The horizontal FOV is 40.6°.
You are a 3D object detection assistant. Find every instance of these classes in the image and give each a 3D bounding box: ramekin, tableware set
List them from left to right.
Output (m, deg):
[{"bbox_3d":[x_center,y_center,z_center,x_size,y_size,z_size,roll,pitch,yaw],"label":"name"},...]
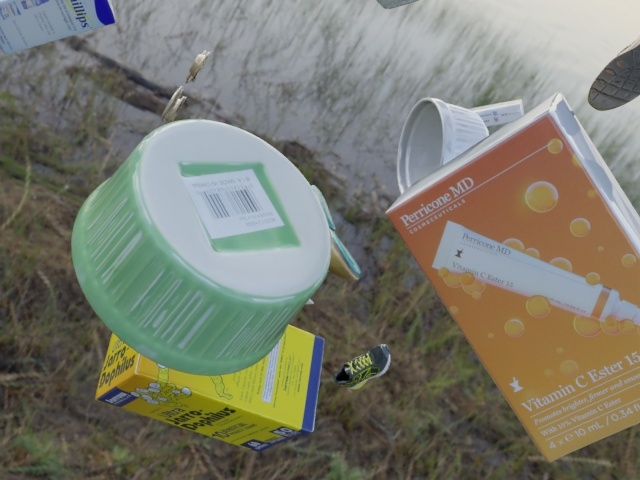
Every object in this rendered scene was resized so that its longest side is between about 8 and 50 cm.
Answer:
[{"bbox_3d":[-0.219,-0.252,1.419,0.020,0.141,0.168,31,2,-12],"label":"tableware set"},{"bbox_3d":[-0.133,-0.003,1.060,0.303,0.148,0.303,22,44,-24],"label":"ramekin"},{"bbox_3d":[0.235,-0.161,1.639,0.109,0.207,0.207,5,36,-19],"label":"ramekin"}]

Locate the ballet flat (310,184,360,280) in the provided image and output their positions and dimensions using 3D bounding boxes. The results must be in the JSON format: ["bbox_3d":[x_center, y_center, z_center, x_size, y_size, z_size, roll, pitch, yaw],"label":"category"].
[{"bbox_3d":[0.000,0.000,1.442,0.080,0.073,0.232,48,12,-42],"label":"ballet flat"}]

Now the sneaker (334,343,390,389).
[{"bbox_3d":[0.048,0.149,1.008,0.035,0.083,0.031,10,45,-41],"label":"sneaker"}]

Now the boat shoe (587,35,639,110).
[{"bbox_3d":[0.452,-0.248,1.243,0.064,0.178,0.060,45,-4,5],"label":"boat shoe"}]

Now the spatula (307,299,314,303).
[{"bbox_3d":[-0.145,0.078,1.841,0.242,0.168,0.019,47,49,-35],"label":"spatula"}]

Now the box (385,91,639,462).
[{"bbox_3d":[0.269,0.039,0.998,0.345,0.215,0.168,56,24,-3],"label":"box"}]

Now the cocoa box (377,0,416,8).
[{"bbox_3d":[0.143,-0.484,0.995,0.228,0.347,0.231,39,-11,-22],"label":"cocoa box"}]

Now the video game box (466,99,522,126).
[{"bbox_3d":[0.401,-0.304,2.118,0.187,0.048,0.205,-7,10,15],"label":"video game box"}]

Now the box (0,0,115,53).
[{"bbox_3d":[-0.323,-0.300,1.020,0.137,0.072,0.126,-17,51,-4],"label":"box"}]

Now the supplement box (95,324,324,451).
[{"bbox_3d":[-0.199,0.238,1.608,0.356,0.194,0.195,24,55,-25],"label":"supplement box"}]
